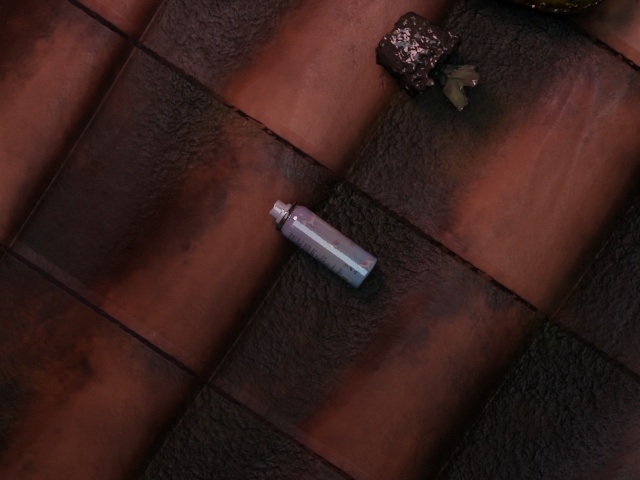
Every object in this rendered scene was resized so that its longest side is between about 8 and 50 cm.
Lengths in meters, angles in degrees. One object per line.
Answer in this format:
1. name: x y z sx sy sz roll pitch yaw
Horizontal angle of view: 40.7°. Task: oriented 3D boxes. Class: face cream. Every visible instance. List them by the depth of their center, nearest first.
1. face cream: 0.000 0.000 1.700 0.229 0.075 0.075 36 95 -1

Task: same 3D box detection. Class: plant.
1. plant: 0.209 -0.334 1.638 0.203 0.142 0.131 34 86 9

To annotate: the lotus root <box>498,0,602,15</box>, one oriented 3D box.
1. lotus root: 0.360 -0.538 1.585 0.398 0.179 0.195 20 93 0
